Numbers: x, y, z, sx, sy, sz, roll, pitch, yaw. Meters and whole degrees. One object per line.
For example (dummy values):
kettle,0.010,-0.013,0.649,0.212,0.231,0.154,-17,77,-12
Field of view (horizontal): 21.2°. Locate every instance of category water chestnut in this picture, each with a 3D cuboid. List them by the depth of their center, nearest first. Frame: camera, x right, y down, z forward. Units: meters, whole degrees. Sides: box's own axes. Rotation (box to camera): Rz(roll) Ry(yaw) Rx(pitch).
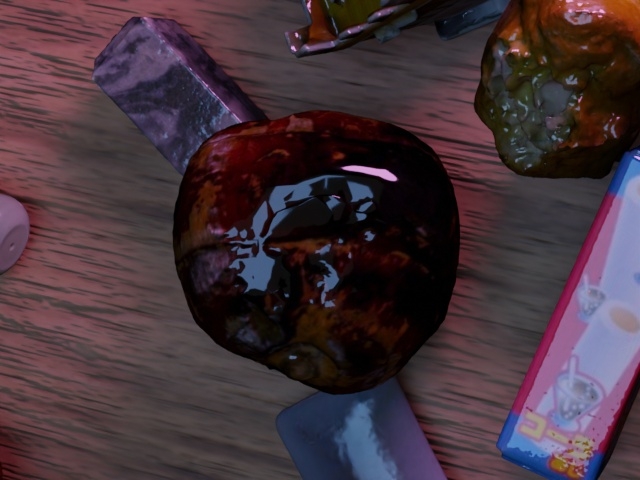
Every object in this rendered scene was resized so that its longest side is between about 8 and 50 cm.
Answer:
water chestnut,0.000,0.000,1.611,0.289,0.244,0.289,-1,100,-5

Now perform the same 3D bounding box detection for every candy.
candy,0.273,0.065,1.571,0.100,0.157,0.306,24,102,14
candy,0.046,0.224,1.707,0.138,0.071,0.174,-29,86,18

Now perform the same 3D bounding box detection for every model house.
model house,0.073,-0.293,1.573,0.198,0.215,0.224,-24,86,58

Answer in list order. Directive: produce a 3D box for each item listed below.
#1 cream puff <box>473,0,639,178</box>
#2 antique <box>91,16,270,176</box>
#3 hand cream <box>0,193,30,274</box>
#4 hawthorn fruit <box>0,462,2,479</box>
cream puff,0.237,-0.163,1.509,0.155,0.269,0.241,39,94,11
antique,-0.139,-0.142,1.726,0.088,0.086,0.183,-45,81,16
hand cream,-0.455,-0.055,1.838,0.306,0.093,0.147,26,108,16
hawthorn fruit,-0.434,0.269,1.846,0.162,0.162,0.203,37,123,12
